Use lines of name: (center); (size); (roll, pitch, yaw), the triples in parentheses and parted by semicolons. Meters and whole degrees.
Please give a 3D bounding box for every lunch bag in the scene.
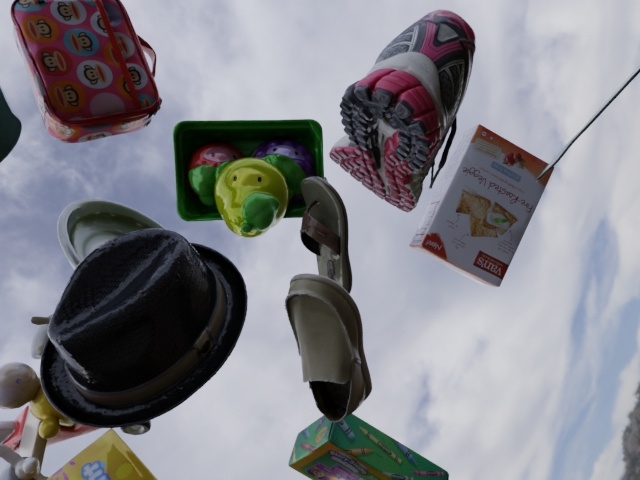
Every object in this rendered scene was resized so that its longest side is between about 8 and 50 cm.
lunch bag: (-0.462, -0.359, 1.069); (0.258, 0.120, 0.293); (-20, -95, -32)

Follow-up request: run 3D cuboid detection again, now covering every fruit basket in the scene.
fruit basket: (-0.169, -0.153, 1.251); (0.392, 0.392, 0.283); (-6, -85, -47)

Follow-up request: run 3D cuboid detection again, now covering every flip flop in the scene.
flip flop: (0.000, 0.000, 1.099); (0.080, 0.112, 0.277); (-9, -87, -36)

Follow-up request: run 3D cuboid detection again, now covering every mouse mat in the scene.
mouse mat: (0.295, -0.145, 0.520); (0.152, 0.007, 0.190); (-34, -19, -47)

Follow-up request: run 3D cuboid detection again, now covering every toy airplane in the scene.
toy airplane: (-0.564, 0.334, 1.052); (0.384, 0.386, 0.272); (-56, -42, -19)

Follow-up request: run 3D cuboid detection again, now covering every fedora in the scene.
fedora: (-0.277, 0.094, 0.769); (0.334, 0.334, 0.152); (-43, -35, -27)

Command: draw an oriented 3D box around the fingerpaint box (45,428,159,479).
fingerpaint box: (-0.229, 0.575, 0.840); (0.163, 0.445, 0.371); (-37, -49, -31)

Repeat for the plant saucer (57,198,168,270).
plant saucer: (-0.506, 0.060, 1.360); (0.100, 0.400, 0.400); (-46, -36, 18)

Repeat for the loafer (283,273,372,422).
loafer: (0.014, 0.170, 0.786); (0.092, 0.102, 0.268); (-58, -46, -50)

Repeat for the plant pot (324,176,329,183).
plant pot: (-0.016, -0.129, 1.711); (0.109, 0.109, 0.096); (62, -161, -50)

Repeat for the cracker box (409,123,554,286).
cracker box: (0.275, -0.057, 0.889); (0.155, 0.067, 0.232); (27, -94, -8)

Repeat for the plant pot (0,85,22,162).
plant pot: (-0.651, -0.235, 0.846); (0.271, 0.271, 0.255); (-51, -33, -19)

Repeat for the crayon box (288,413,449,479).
crayon box: (0.096, 0.462, 1.048); (0.165, 0.278, 0.081); (-49, 11, 41)

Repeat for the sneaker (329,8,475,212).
sneaker: (0.090, -0.115, 0.550); (0.112, 0.121, 0.299); (-54, -2, -9)
